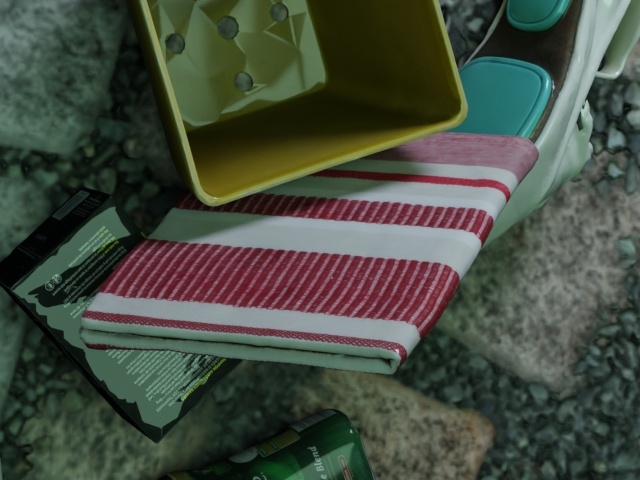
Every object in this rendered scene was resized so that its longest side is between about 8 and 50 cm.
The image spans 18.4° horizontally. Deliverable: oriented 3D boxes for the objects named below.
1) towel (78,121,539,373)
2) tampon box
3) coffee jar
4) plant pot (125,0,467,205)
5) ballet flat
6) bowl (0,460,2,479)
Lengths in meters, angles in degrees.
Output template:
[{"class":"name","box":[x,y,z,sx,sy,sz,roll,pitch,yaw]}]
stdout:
[{"class":"towel","box":[0.000,0.000,1.397,0.237,0.329,0.037,4,118,21]},{"class":"tampon box","box":[-0.151,0.054,1.484,0.101,0.120,0.161,-43,106,-10]},{"class":"coffee jar","box":[-0.051,0.207,1.552,0.184,0.079,0.096,-21,101,-15]},{"class":"plant pot","box":[-0.045,-0.161,1.468,0.212,0.187,0.212,-19,101,-17]},{"class":"ballet flat","box":[0.186,-0.133,1.590,0.139,0.139,0.400,27,85,-19]},{"class":"bowl","box":[-0.367,0.198,1.417,0.298,0.134,0.298,-1,94,-18]}]
